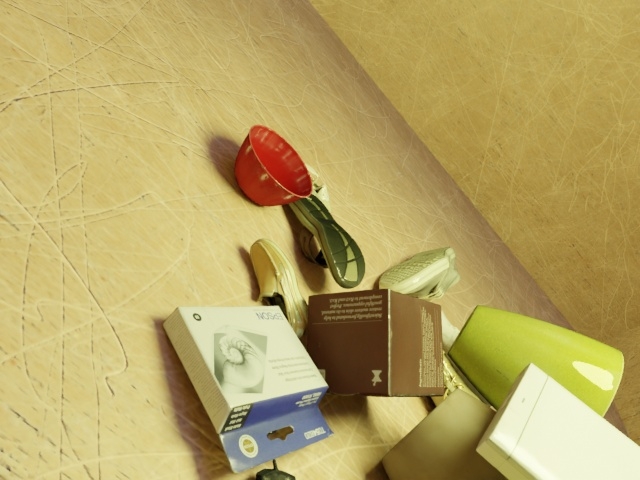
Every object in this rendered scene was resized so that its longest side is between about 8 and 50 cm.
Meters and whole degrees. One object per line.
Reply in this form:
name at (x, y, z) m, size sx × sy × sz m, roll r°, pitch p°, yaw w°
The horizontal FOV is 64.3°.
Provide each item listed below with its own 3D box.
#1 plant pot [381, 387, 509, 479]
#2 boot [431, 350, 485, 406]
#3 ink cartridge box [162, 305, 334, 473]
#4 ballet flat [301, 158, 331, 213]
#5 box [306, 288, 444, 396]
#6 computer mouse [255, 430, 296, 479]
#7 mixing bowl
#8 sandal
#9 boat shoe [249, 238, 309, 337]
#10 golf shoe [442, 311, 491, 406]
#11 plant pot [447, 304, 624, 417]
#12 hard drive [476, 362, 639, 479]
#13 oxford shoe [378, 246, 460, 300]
plant pot at (0.265, 0.415, 0.848) m, size 0.280 × 0.323 × 0.323 m, roll 47°, pitch 21°, yaw 23°
boot at (0.290, 0.333, 1.101) m, size 0.203 × 0.095 × 0.262 m, roll 58°, pitch -3°, yaw 11°
ink cartridge box at (-0.085, 0.190, 0.724) m, size 0.223 × 0.045 × 0.224 m, roll 10°, pitch 39°, yaw -56°
ballet flat at (-0.016, -0.135, 1.274) m, size 0.168 × 0.052 × 0.057 m, roll 48°, pitch 26°, yaw -14°
box at (0.100, 0.186, 0.895) m, size 0.203 × 0.168 × 0.167 m, roll 21°, pitch 66°, yaw -50°
computer mouse at (-0.073, 0.298, 0.682) m, size 0.071 × 0.041 × 0.242 m, roll 22°, pitch 34°, yaw -37°
mixing bowl at (-0.112, -0.139, 1.061) m, size 0.181 × 0.098 × 0.181 m, roll 41°, pitch 28°, yaw -27°
sandal at (0.000, -0.001, 1.117) m, size 0.120 × 0.086 × 0.303 m, roll 18°, pitch 29°, yaw -44°
boat shoe at (-0.079, 0.084, 0.892) m, size 0.072 × 0.068 × 0.190 m, roll -18°, pitch 74°, yaw -52°
golf shoe at (0.375, 0.291, 1.330) m, size 0.115 × 0.140 × 0.306 m, roll 18°, pitch 42°, yaw -49°
plant pot at (0.446, 0.277, 1.130) m, size 0.293 × 0.274 × 0.275 m, roll 32°, pitch 21°, yaw 15°
hard drive at (0.410, 0.350, 0.715) m, size 0.353 × 0.047 × 0.233 m, roll 40°, pitch 33°, yaw 19°
oxford shoe at (0.292, 0.107, 1.406) m, size 0.449 × 0.169 × 0.130 m, roll -14°, pitch 92°, yaw -63°
